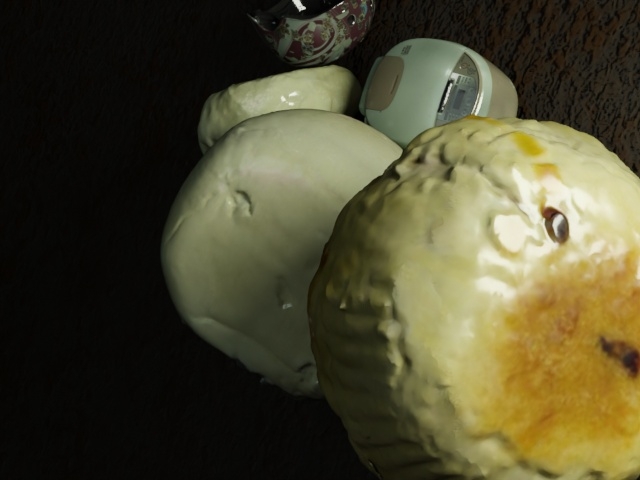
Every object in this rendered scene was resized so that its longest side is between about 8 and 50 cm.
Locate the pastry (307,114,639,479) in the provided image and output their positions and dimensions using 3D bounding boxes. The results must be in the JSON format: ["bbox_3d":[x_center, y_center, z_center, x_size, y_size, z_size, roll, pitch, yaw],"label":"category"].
[{"bbox_3d":[0.167,0.071,1.299,0.312,0.388,0.389,4,77,68],"label":"pastry"}]

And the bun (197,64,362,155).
[{"bbox_3d":[-0.052,-0.147,1.781,0.229,0.229,0.145,-5,96,49],"label":"bun"}]

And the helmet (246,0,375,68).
[{"bbox_3d":[-0.001,-0.288,1.846,0.177,0.107,0.153,9,36,42],"label":"helmet"}]

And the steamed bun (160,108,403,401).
[{"bbox_3d":[0.000,0.000,1.607,0.312,0.334,0.233,-51,-2,28],"label":"steamed bun"}]

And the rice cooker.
[{"bbox_3d":[0.140,-0.162,1.620,0.206,0.127,0.145,18,87,55],"label":"rice cooker"}]
